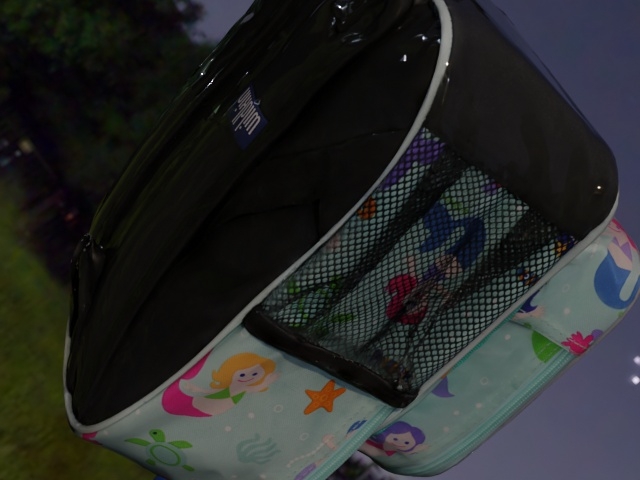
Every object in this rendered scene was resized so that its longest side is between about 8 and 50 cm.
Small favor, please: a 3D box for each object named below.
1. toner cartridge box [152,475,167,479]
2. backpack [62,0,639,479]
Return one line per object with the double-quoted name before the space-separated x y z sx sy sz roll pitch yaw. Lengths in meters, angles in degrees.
"toner cartridge box" -0.142 0.327 0.902 0.165 0.348 0.075 48 -11 -34
"backpack" 0.000 0.000 0.528 0.191 0.253 0.225 39 17 -27
